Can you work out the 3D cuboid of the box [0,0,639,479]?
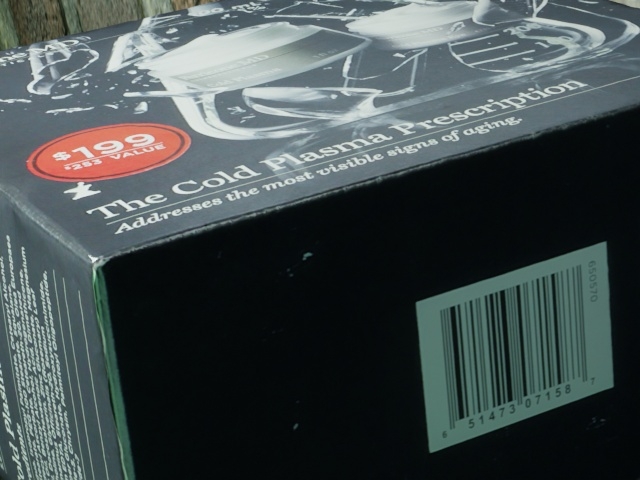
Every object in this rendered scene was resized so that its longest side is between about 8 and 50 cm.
[{"bbox_3d":[0.000,0.000,0.846,0.312,0.343,0.179,28,130,56],"label":"box"}]
